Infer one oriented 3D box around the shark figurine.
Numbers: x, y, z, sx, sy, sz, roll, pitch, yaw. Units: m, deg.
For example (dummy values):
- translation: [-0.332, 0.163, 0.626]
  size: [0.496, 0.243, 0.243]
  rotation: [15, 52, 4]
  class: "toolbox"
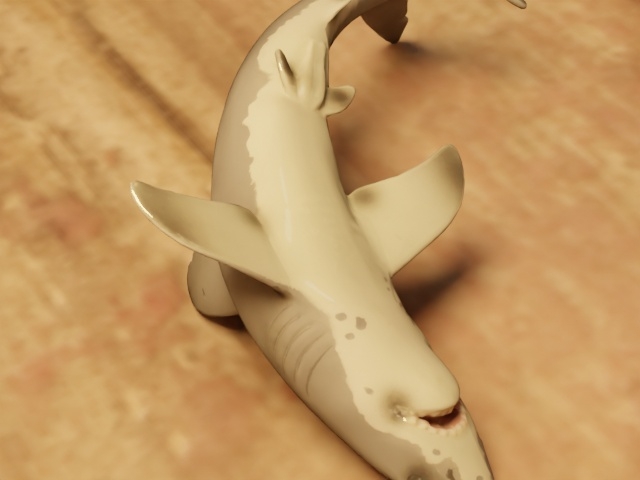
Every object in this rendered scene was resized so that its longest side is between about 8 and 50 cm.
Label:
- translation: [-0.014, -0.024, 0.741]
  size: [0.166, 0.116, 0.278]
  rotation: [21, 49, -21]
  class: "shark figurine"
